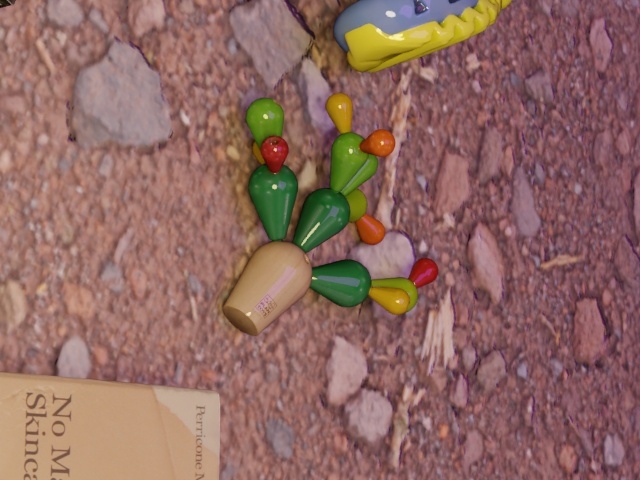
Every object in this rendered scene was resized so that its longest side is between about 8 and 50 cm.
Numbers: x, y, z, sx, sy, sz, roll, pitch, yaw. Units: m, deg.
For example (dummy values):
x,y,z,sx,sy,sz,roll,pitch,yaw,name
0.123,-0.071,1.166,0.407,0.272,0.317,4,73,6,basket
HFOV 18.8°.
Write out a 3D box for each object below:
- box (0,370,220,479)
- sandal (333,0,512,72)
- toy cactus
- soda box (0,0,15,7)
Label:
x,y,z,sx,sy,sz,roll,pitch,yaw,name
-0.215,0.153,1.202,0.311,0.121,0.148,8,79,-45,box
0.101,-0.238,1.584,0.317,0.126,0.138,-42,112,-49,sandal
0.000,0.000,1.469,0.180,0.112,0.219,-52,130,-25,toy cactus
-0.208,-0.232,1.299,0.053,0.060,0.169,44,56,-35,soda box
